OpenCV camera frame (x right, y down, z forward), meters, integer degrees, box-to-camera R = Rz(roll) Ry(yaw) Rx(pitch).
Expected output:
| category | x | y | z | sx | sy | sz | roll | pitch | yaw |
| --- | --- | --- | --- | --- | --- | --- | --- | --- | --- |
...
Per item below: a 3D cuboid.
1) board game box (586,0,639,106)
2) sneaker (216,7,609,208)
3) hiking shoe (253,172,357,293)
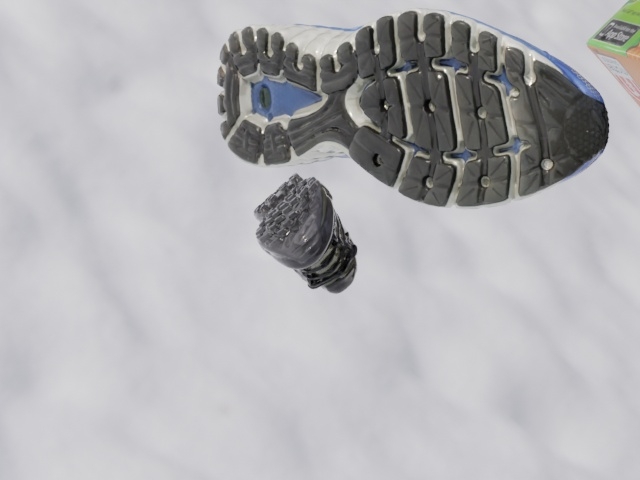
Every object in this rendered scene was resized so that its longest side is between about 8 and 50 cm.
| category | x | y | z | sx | sy | sz | roll | pitch | yaw |
| --- | --- | --- | --- | --- | --- | --- | --- | --- | --- |
| board game box | 0.516 | -0.144 | 1.578 | 0.356 | 0.356 | 0.356 | 45 | 0 | -17 |
| sneaker | 0.075 | -0.101 | 1.278 | 0.147 | 0.129 | 0.330 | -10 | 16 | -38 |
| hiking shoe | 0.000 | 0.000 | 1.834 | 0.114 | 0.086 | 0.227 | 46 | 5 | -11 |
